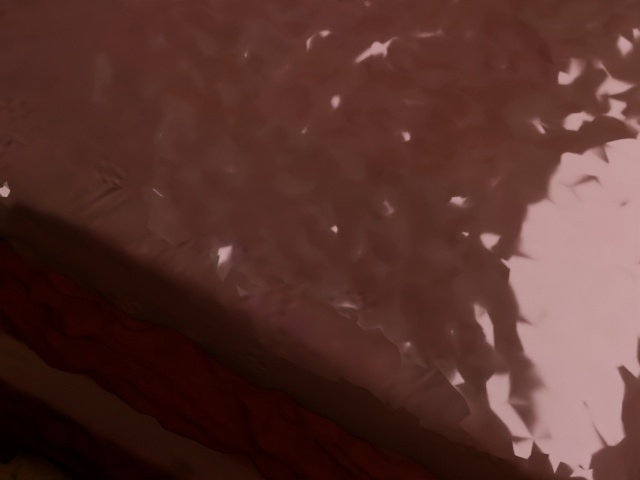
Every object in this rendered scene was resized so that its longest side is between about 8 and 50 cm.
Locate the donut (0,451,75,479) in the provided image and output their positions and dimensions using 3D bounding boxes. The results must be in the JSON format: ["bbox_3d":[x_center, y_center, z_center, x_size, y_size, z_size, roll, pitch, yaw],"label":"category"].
[{"bbox_3d":[-0.127,0.144,0.574,0.178,0.162,0.065,36,39,-3],"label":"donut"}]

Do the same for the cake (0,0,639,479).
[{"bbox_3d":[0.000,0.000,0.593,0.309,0.237,0.230,26,58,7],"label":"cake"}]
